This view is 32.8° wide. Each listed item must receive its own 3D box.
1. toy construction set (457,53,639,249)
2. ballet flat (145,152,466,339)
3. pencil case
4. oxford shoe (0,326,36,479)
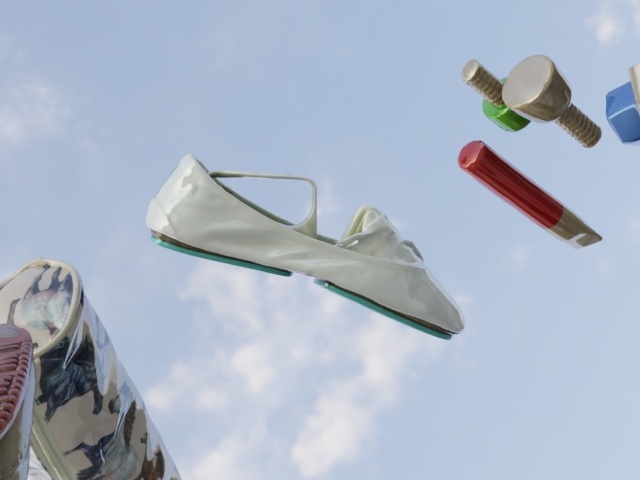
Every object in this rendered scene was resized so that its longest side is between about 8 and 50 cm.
[{"bbox_3d":[0.271,-0.106,0.732,0.237,0.257,0.309,33,-64,-34],"label":"toy construction set"},{"bbox_3d":[0.000,0.000,1.266,0.400,0.139,0.139,19,-82,-7],"label":"ballet flat"},{"bbox_3d":[-0.280,0.228,1.256,0.183,0.160,0.410,-71,-29,-48],"label":"pencil case"},{"bbox_3d":[-0.301,0.218,0.906,0.123,0.348,0.130,-10,-53,13],"label":"oxford shoe"}]
